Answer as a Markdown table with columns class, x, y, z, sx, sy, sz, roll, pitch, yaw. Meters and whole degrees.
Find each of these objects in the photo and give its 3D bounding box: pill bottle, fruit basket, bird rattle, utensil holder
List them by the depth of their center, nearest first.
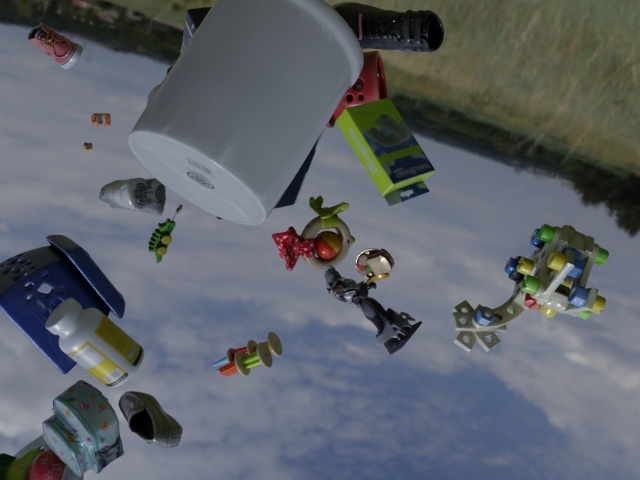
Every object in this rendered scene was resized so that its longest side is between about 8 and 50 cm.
| class | x | y | z | sx | sy | sz | roll | pitch | yaw |
| --- | --- | --- | --- | --- | --- | --- | --- | --- | --- |
| pill bottle | -0.441 | 0.197 | 1.550 | 0.184 | 0.103 | 0.103 | 48 | 176 | -27 |
| utensil holder | -0.146 | -0.268 | 1.558 | 0.328 | 0.385 | 0.327 | 26 | 163 | 9 |
| fruit basket | -0.709 | 0.633 | 2.020 | 0.165 | 0.353 | 0.327 | 45 | -162 | -40 |
| bird rattle | 0.000 | 0.000 | 2.255 | 0.207 | 0.253 | 0.143 | 47 | 160 | -31 |

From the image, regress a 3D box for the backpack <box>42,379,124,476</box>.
| class | x | y | z | sx | sy | sz | roll | pitch | yaw |
| --- | --- | --- | --- | --- | --- | --- | --- | --- | --- |
| backpack | -0.522 | 0.409 | 1.742 | 0.166 | 0.188 | 0.144 | 37 | -137 | 24 |

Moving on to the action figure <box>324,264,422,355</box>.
| class | x | y | z | sx | sy | sz | roll | pitch | yaw |
| --- | --- | --- | --- | --- | --- | --- | --- | --- | --- |
| action figure | 0.117 | 0.158 | 2.027 | 0.285 | 0.099 | 0.185 | 41 | -161 | 7 |

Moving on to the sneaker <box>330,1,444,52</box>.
| class | x | y | z | sx | sy | sz | roll | pitch | yaw |
| --- | --- | --- | --- | --- | --- | --- | --- | --- | --- |
| sneaker | 0.144 | -0.459 | 1.700 | 0.296 | 0.104 | 0.147 | -4 | -171 | -39 |

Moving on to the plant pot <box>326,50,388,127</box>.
| class | x | y | z | sx | sy | sz | roll | pitch | yaw |
| --- | --- | --- | --- | --- | --- | --- | --- | --- | --- |
| plant pot | 0.079 | -0.386 | 2.052 | 0.174 | 0.191 | 0.191 | -3 | -174 | 13 |

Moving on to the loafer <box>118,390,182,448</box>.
| class | x | y | z | sx | sy | sz | roll | pitch | yaw |
| --- | --- | --- | --- | --- | --- | --- | --- | --- | --- |
| loafer | -0.549 | 0.548 | 2.466 | 0.111 | 0.112 | 0.319 | 17 | 180 | -43 |

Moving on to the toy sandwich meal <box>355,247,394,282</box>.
| class | x | y | z | sx | sy | sz | roll | pitch | yaw |
| --- | --- | --- | --- | --- | --- | --- | --- | --- | --- |
| toy sandwich meal | 0.109 | 0.052 | 1.613 | 0.086 | 0.085 | 0.029 | 19 | -147 | 2 |

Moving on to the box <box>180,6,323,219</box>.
| class | x | y | z | sx | sy | sz | roll | pitch | yaw |
| --- | --- | --- | --- | --- | --- | --- | --- | --- | --- |
| box | -0.240 | -0.406 | 2.510 | 0.298 | 0.480 | 0.471 | -12 | -120 | -25 |

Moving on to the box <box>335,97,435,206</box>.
| class | x | y | z | sx | sy | sz | roll | pitch | yaw |
| --- | --- | --- | --- | --- | --- | --- | --- | --- | --- |
| box | 0.115 | -0.152 | 1.347 | 0.109 | 0.042 | 0.178 | -21 | -106 | -37 |

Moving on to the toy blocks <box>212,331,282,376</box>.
| class | x | y | z | sx | sy | sz | roll | pitch | yaw |
| --- | --- | --- | --- | --- | --- | --- | --- | --- | --- |
| toy blocks | -0.162 | 0.242 | 1.593 | 0.148 | 0.054 | 0.123 | -23 | -176 | 18 |

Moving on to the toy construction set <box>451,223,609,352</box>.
| class | x | y | z | sx | sy | sz | roll | pitch | yaw |
| --- | --- | --- | --- | --- | --- | --- | --- | --- | --- |
| toy construction set | 0.375 | 0.089 | 1.395 | 0.151 | 0.215 | 0.328 | 31 | 142 | -14 |

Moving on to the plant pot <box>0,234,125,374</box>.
| class | x | y | z | sx | sy | sz | roll | pitch | yaw |
| --- | --- | --- | --- | --- | --- | --- | --- | --- | --- |
| plant pot | -0.590 | 0.124 | 1.782 | 0.236 | 0.212 | 0.236 | 19 | 146 | 58 |

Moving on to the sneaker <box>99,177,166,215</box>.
| class | x | y | z | sx | sy | sz | roll | pitch | yaw |
| --- | --- | --- | --- | --- | --- | --- | --- | --- | --- |
| sneaker | -0.439 | -0.109 | 1.858 | 0.115 | 0.090 | 0.232 | 3 | 176 | 12 |

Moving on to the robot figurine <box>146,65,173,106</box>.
| class | x | y | z | sx | sy | sz | roll | pitch | yaw |
| --- | --- | --- | --- | --- | --- | --- | --- | --- | --- |
| robot figurine | -0.294 | -0.334 | 1.983 | 0.278 | 0.209 | 0.173 | -18 | 180 | -11 |

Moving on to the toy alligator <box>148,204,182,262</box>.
| class | x | y | z | sx | sy | sz | roll | pitch | yaw |
| --- | --- | --- | --- | --- | --- | --- | --- | --- | --- |
| toy alligator | -0.439 | -0.023 | 2.208 | 0.051 | 0.189 | 0.056 | 14 | -157 | -27 |

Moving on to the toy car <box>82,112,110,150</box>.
| class | x | y | z | sx | sy | sz | roll | pitch | yaw |
| --- | --- | --- | --- | --- | --- | --- | --- | --- | --- |
| toy car | -0.607 | -0.291 | 2.149 | 0.060 | 0.122 | 0.040 | 25 | -162 | 22 |

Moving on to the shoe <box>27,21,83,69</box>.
| class | x | y | z | sx | sy | sz | roll | pitch | yaw |
| --- | --- | --- | --- | --- | --- | --- | --- | --- | --- |
| shoe | -0.594 | -0.434 | 1.766 | 0.081 | 0.063 | 0.178 | 35 | 176 | -38 |
